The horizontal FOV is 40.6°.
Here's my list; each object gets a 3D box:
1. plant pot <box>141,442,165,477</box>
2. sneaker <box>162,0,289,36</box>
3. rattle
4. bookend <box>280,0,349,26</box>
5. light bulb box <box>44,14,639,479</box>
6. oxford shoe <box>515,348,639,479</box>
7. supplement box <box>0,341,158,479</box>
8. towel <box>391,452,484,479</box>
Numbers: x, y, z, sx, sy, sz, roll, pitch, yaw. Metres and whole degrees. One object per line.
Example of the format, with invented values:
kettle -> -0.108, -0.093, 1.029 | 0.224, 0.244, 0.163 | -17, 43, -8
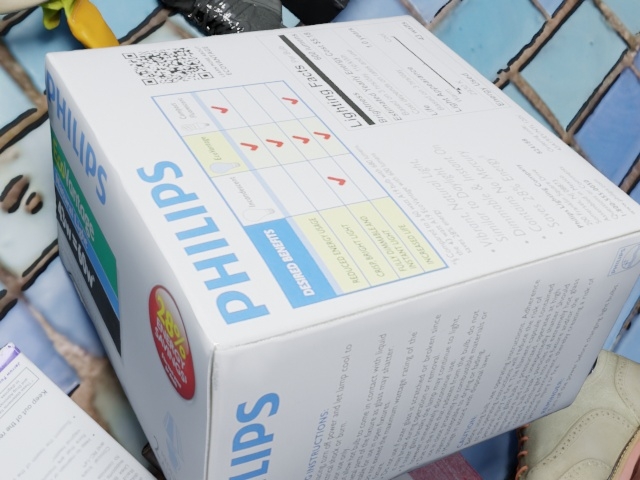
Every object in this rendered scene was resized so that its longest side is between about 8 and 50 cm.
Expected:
plant pot -> -0.062, 0.197, 0.793 | 0.165, 0.167, 0.167 | 41, 65, -3
sneaker -> -0.091, -0.221, 0.913 | 0.170, 0.051, 0.089 | 6, 72, -28
rattle -> -0.308, -0.206, 0.819 | 0.199, 0.143, 0.130 | -26, 59, -12
bookend -> -0.010, -0.346, 0.965 | 0.156, 0.072, 0.157 | 39, 66, -13
light bulb box -> 0.000, 0.000, 0.723 | 0.361, 0.225, 0.358 | -13, 44, -26
oxford shoe -> 0.255, 0.257, 0.939 | 0.146, 0.141, 0.397 | 37, 46, 26
supplement box -> -0.225, 0.203, 0.731 | 0.220, 0.111, 0.114 | 45, 65, -11
towel -> 0.064, 0.355, 0.881 | 0.237, 0.037, 0.329 | 48, 64, -9
